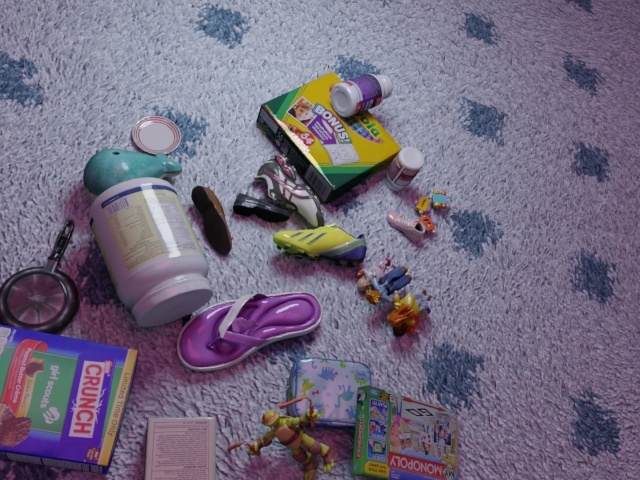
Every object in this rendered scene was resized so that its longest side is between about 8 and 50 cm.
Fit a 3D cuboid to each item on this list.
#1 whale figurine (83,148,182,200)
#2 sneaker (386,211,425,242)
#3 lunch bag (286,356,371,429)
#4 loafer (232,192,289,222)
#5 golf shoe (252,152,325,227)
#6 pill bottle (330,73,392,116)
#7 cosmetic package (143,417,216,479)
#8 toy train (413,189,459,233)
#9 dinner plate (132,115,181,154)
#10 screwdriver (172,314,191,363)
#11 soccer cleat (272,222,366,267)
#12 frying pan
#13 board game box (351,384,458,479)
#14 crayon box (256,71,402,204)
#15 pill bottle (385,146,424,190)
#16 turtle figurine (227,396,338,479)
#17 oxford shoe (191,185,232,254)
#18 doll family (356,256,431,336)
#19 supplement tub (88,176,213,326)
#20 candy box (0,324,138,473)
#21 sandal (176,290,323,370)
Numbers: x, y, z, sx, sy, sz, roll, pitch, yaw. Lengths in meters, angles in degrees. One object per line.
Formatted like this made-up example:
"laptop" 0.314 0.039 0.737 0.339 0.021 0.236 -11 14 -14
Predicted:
"whale figurine" -0.515 -0.196 1.657 0.216 0.141 0.272 36 45 29
"sneaker" 0.274 -0.056 1.897 0.134 0.070 0.051 40 61 6
"lunch bag" 0.023 0.401 1.566 0.218 0.090 0.176 8 61 -15
"loafer" -0.171 -0.100 1.779 0.170 0.062 0.061 15 55 -12
"golf shoe" -0.090 -0.130 1.812 0.120 0.105 0.273 -34 71 -13
"pill bottle" 0.136 -0.472 1.927 0.193 0.108 0.108 -27 74 -32
"cosmetic package" -0.320 0.565 1.355 0.160 0.113 0.310 5 63 -16
"toy train" 0.367 -0.091 1.963 0.166 0.046 0.125 -31 78 -26
"dinner plate" -0.492 -0.314 1.808 0.141 0.017 0.141 8 63 -15
"screwdriver" -0.357 0.239 1.565 0.025 0.024 0.170 -1 62 13
"soccer cleat" 0.000 0.000 1.755 0.289 0.093 0.121 12 80 -19
"frying pan" -0.668 0.105 1.519 0.197 0.053 0.326 35 62 0
"board game box" 0.225 0.516 1.546 0.317 0.046 0.214 22 57 -27
"crayon box" 0.028 -0.339 1.940 0.313 0.106 0.363 -34 78 -29
"pill bottle" 0.266 -0.225 1.933 0.086 0.152 0.086 8 61 -14
"turtle figurine" -0.077 0.484 1.460 0.217 0.269 0.087 48 19 -14
"oxford shoe" -0.293 -0.060 1.717 0.076 0.076 0.212 -4 70 -64
"doll family" 0.213 0.157 1.738 0.163 0.118 0.263 -33 78 -29
"supplement tub" -0.426 0.031 1.524 0.235 0.235 0.325 -19 71 -26
"candy box" -0.604 0.361 1.361 0.317 0.122 0.268 14 60 -13
"sandal" -0.180 0.211 1.588 0.416 0.102 0.169 -18 70 -27
